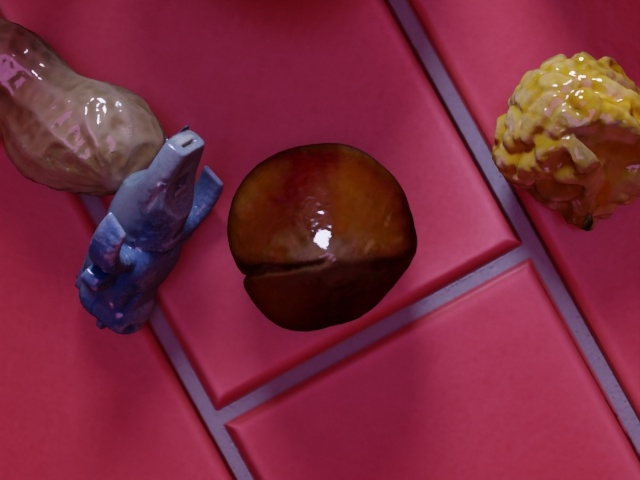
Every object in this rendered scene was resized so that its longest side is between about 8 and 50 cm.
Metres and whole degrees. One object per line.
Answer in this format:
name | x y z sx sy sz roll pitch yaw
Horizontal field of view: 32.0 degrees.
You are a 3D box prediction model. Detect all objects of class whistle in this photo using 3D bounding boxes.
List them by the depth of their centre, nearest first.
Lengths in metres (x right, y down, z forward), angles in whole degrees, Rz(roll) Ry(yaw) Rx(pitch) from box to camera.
whistle | -0.184 -0.002 1.153 0.093 0.180 0.269 41 127 11

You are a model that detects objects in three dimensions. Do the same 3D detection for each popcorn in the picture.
popcorn | 0.267 -0.101 1.143 0.180 0.180 0.170 17 64 2

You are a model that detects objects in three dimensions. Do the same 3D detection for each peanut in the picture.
peanut | -0.303 -0.142 1.174 0.298 0.120 0.136 33 64 3

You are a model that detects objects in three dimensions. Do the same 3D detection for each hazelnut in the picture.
hazelnut | 0.000 0.000 1.122 0.208 0.208 0.208 0 91 3
